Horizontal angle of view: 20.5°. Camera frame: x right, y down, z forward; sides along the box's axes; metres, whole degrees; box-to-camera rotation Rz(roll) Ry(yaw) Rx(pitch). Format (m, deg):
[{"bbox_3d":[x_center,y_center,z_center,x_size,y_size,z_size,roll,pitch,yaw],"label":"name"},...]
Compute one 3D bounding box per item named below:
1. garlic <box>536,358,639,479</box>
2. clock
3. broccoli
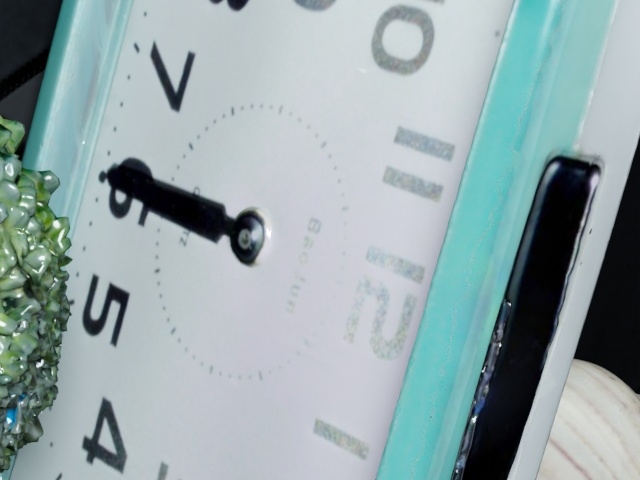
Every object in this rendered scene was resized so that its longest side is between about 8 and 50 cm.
[{"bbox_3d":[0.135,0.171,0.778,0.199,0.226,0.199,-18,121,-31],"label":"garlic"},{"bbox_3d":[0.000,0.000,0.598,0.116,0.231,0.262,6,102,-45],"label":"clock"},{"bbox_3d":[-0.158,0.025,0.557,0.160,0.167,0.154,19,59,-16],"label":"broccoli"}]
